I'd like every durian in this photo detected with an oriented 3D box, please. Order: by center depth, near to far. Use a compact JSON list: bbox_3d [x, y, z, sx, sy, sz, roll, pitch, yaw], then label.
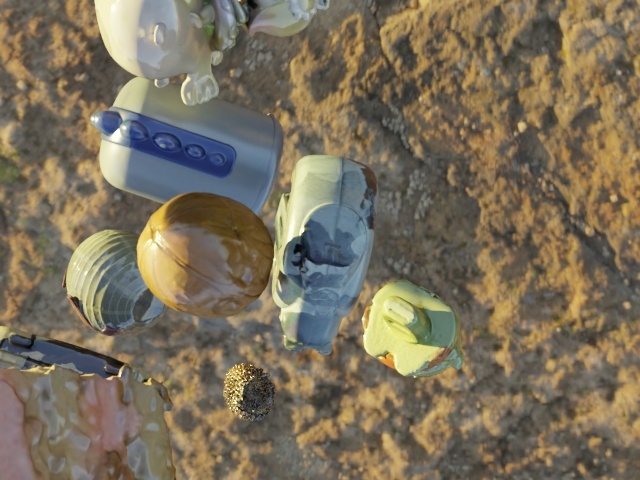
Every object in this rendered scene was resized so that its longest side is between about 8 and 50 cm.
[{"bbox_3d":[-0.102,0.211,1.210,0.080,0.091,0.080,-13,116,-28],"label":"durian"}]

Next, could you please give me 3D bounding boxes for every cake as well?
[{"bbox_3d":[-0.323,0.291,0.817,0.293,0.314,0.306,-25,153,26],"label":"cake"}]

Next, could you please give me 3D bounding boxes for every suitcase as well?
[{"bbox_3d":[-0.509,0.324,1.741,0.351,0.194,0.339,18,159,-1],"label":"suitcase"}]

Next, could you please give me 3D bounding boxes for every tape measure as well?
[{"bbox_3d":[0.000,0.000,1.347,0.147,0.275,0.256,10,135,-5],"label":"tape measure"}]

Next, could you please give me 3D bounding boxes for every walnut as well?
[{"bbox_3d":[-0.150,0.021,1.158,0.167,0.167,0.207,-31,151,25],"label":"walnut"}]

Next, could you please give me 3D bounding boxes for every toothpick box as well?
[{"bbox_3d":[-0.269,-0.180,1.663,0.354,0.263,0.263,18,125,-19],"label":"toothpick box"}]

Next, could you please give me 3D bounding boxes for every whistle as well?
[{"bbox_3d":[0.115,0.113,1.076,0.131,0.288,0.106,31,86,17],"label":"whistle"}]

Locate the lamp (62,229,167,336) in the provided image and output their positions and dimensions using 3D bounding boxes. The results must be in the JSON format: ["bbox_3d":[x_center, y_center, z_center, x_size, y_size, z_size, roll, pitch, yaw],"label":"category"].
[{"bbox_3d":[-0.446,0.094,1.904,0.233,0.233,0.265,-14,145,18],"label":"lamp"}]

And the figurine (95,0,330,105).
[{"bbox_3d":[-0.176,-0.370,1.477,0.394,0.227,0.275,-16,129,-19],"label":"figurine"}]
